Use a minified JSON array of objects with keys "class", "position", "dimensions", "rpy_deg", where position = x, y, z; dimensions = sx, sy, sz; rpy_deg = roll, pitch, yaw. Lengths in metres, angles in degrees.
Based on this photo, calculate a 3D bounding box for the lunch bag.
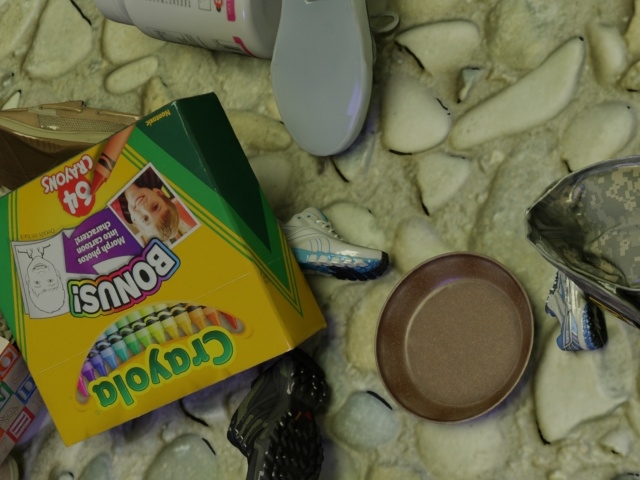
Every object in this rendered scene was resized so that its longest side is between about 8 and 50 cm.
[{"class":"lunch bag","position":[0.367,0.015,1.510],"dimensions":[0.287,0.235,0.169],"rpy_deg":[-8,68,30]}]

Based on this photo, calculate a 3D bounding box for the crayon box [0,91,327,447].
[{"class":"crayon box","position":[-0.220,0.040,1.856],"dimensions":[0.363,0.106,0.313],"rpy_deg":[-26,89,29]}]

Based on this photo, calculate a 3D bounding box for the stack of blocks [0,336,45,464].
[{"class":"stack of blocks","position":[-0.477,0.260,1.923],"dimensions":[0.087,0.171,0.297],"rpy_deg":[26,71,21]}]

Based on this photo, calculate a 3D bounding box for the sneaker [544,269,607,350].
[{"class":"sneaker","position":[0.267,0.058,1.673],"dimensions":[0.058,0.052,0.135],"rpy_deg":[-20,63,32]}]

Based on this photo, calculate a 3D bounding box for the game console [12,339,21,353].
[{"class":"game console","position":[-0.342,0.136,2.050],"dimensions":[0.122,0.071,0.107],"rpy_deg":[-18,35,25]}]

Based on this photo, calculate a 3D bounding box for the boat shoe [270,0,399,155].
[{"class":"boat shoe","position":[0.016,-0.294,1.900],"dimensions":[0.135,0.156,0.367],"rpy_deg":[-1,103,27]}]

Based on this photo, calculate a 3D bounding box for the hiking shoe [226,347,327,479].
[{"class":"hiking shoe","position":[-0.057,0.233,1.776],"dimensions":[0.114,0.086,0.227],"rpy_deg":[-35,26,35]}]

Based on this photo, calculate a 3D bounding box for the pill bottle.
[{"class":"pill bottle","position":[-0.155,-0.332,1.996],"dimensions":[0.283,0.160,0.160],"rpy_deg":[15,82,34]}]

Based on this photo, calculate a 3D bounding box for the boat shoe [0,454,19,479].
[{"class":"boat shoe","position":[-0.538,0.337,2.051],"dimensions":[0.302,0.098,0.109],"rpy_deg":[-11,69,27]}]

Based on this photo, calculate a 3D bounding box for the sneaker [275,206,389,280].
[{"class":"sneaker","position":[0.000,0.000,1.849],"dimensions":[0.190,0.071,0.083],"rpy_deg":[5,71,33]}]

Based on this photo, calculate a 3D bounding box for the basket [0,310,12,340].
[{"class":"basket","position":[-0.490,0.068,2.105],"dimensions":[0.167,0.113,0.103],"rpy_deg":[30,95,35]}]

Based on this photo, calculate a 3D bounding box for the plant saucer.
[{"class":"plant saucer","position":[0.155,0.112,1.733],"dimensions":[0.198,0.036,0.199],"rpy_deg":[-11,68,29]}]

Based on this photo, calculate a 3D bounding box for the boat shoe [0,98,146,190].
[{"class":"boat shoe","position":[-0.344,-0.129,2.090],"dimensions":[0.341,0.122,0.110],"rpy_deg":[12,44,31]}]
